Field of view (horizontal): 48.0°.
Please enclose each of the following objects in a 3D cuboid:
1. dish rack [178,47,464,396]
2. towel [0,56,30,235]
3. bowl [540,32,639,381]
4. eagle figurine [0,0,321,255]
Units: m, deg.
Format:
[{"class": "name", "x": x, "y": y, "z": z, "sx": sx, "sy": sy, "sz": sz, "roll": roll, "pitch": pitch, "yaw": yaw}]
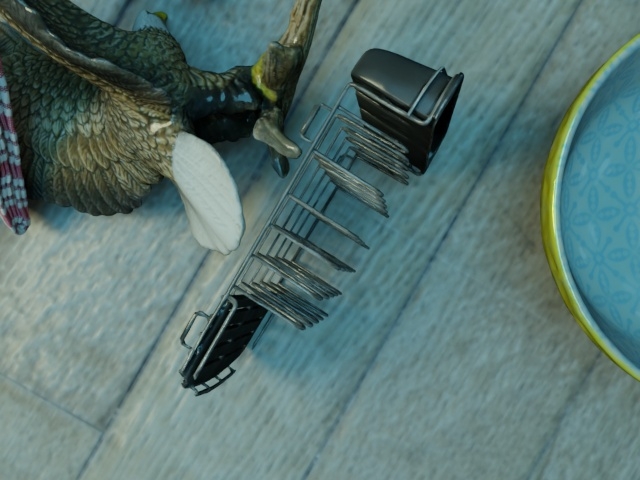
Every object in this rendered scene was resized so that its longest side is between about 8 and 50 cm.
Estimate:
[{"class": "dish rack", "x": 0.000, "y": 0.000, "z": 0.530, "sx": 0.074, "sy": 0.208, "sz": 0.271, "roll": 32, "pitch": 91, "yaw": 8}, {"class": "towel", "x": -0.278, "y": -0.101, "z": 0.525, "sx": 0.144, "sy": 0.197, "sz": 0.029, "roll": 39, "pitch": 55, "yaw": 14}, {"class": "bowl", "x": 0.295, "y": -0.020, "z": 0.554, "sx": 0.289, "sy": 0.156, "sz": 0.290, "roll": 0, "pitch": 90, "yaw": -1}, {"class": "eagle figurine", "x": -0.163, "y": -0.126, "z": 0.537, "sx": 0.298, "sy": 0.225, "sz": 0.226, "roll": 8, "pitch": 100, "yaw": -12}]
